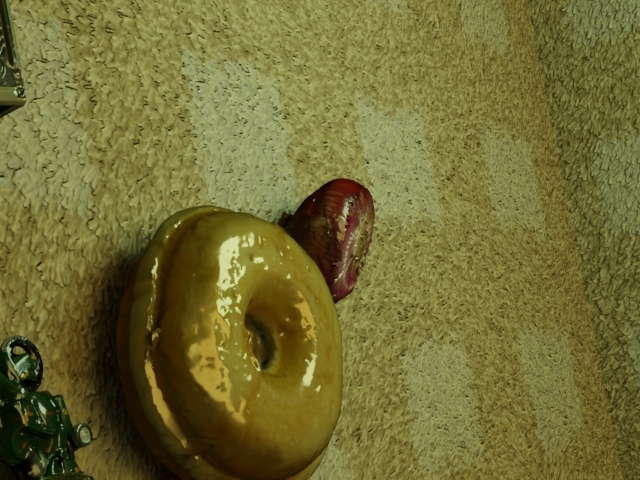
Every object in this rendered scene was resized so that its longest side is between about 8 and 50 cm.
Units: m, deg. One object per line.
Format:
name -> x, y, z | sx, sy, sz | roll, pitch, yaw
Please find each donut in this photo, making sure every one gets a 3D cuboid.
donut -> -0.122, 0.163, 1.748 | 0.449, 0.198, 0.448 | 28, 52, -43

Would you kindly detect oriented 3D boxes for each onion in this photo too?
onion -> 0.000, 0.000, 2.038 | 0.230, 0.163, 0.229 | 8, 90, -78

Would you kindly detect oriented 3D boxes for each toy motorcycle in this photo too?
toy motorcycle -> -0.368, 0.261, 1.455 | 0.187, 0.125, 0.274 | -28, 100, -63

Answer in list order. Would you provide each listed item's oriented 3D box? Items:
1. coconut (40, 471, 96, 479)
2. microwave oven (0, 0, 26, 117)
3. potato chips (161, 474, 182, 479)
coconut -> -0.314, 0.343, 1.387 | 0.133, 0.055, 0.158 | 20, 87, -21
microwave oven -> -0.501, -0.233, 1.414 | 0.241, 0.145, 0.193 | -6, 85, -43
potato chips -> -0.101, 0.482, 1.769 | 0.407, 0.080, 0.057 | 54, 29, -26
